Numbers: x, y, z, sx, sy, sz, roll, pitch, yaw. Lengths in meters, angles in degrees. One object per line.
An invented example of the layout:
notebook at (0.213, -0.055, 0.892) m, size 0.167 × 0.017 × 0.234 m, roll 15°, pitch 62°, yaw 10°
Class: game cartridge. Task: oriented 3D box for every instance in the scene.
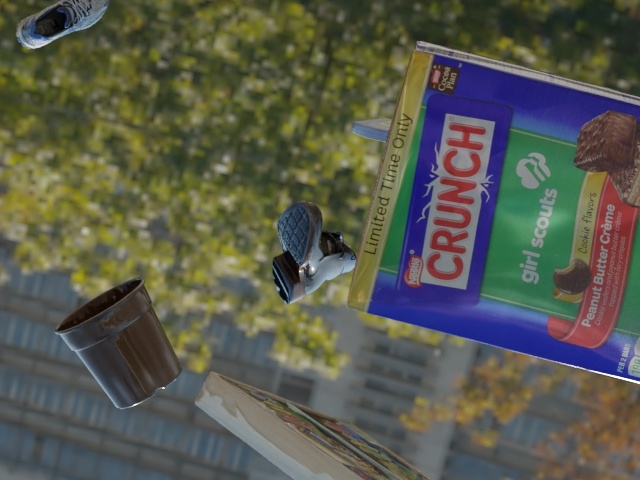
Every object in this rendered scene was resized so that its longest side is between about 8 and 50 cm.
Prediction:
game cartridge at (0.077, -0.128, 1.932) m, size 0.056 × 0.017 × 0.083 m, roll -15°, pitch -159°, yaw -36°

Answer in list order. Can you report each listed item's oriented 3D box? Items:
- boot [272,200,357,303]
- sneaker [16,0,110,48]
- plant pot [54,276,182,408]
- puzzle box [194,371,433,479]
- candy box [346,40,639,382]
boot at (0.000, 0.000, 2.278) m, size 0.106 × 0.219 × 0.082 m, roll -20°, pitch -115°, yaw -21°
sneaker at (-0.317, -0.284, 2.099) m, size 0.135 × 0.052 × 0.058 m, roll -36°, pitch -167°, yaw -18°
plant pot at (-0.318, 0.172, 2.687) m, size 0.167 × 0.165 × 0.167 m, roll -28°, pitch -169°, yaw 6°
puzzle box at (0.044, 0.293, 2.117) m, size 0.272 × 0.052 × 0.409 m, roll 24°, pitch -178°, yaw -37°
candy box at (0.210, -0.030, 1.646) m, size 0.317 × 0.268 × 0.122 m, roll 14°, pitch -170°, yaw 3°
